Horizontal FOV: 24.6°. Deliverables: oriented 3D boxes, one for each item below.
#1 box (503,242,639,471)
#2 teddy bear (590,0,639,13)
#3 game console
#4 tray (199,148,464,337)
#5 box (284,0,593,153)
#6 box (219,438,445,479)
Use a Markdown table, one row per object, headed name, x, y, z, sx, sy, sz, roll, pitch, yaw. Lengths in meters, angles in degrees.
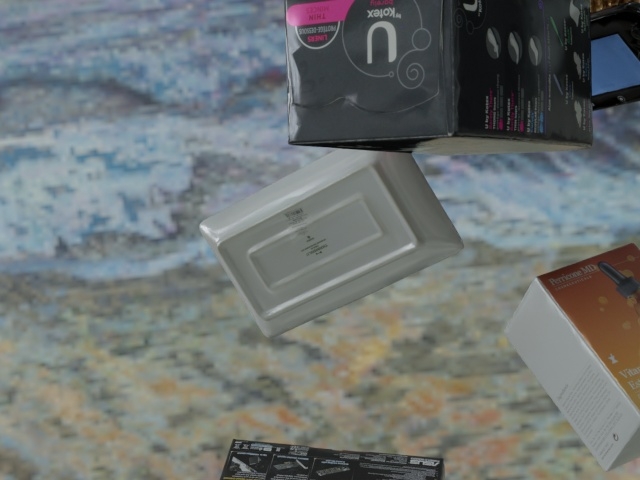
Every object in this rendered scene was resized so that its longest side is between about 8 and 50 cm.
| name | x | y | z | sx | sy | sz | roll | pitch | yaw |
| --- | --- | --- | --- | --- | --- | --- | --- | --- | --- |
| box | 0.279 | 0.106 | 1.367 | 0.130 | 0.170 | 0.091 | -18 | -31 | -30 |
| teddy bear | 0.358 | -0.369 | 1.682 | 0.113 | 0.245 | 0.338 | 25 | 31 | 2 |
| game console | 0.323 | -0.168 | 1.368 | 0.044 | 0.213 | 0.361 | -44 | 18 | -27 |
| tray | 0.000 | 0.000 | 1.458 | 0.270 | 0.145 | 0.030 | -26 | 7 | 36 |
| box | 0.110 | -0.150 | 1.277 | 0.165 | 0.143 | 0.270 | -1 | 1 | 34 |
| box | 0.008 | 0.378 | 1.973 | 0.307 | 0.076 | 0.242 | 4 | 29 | 7 |
